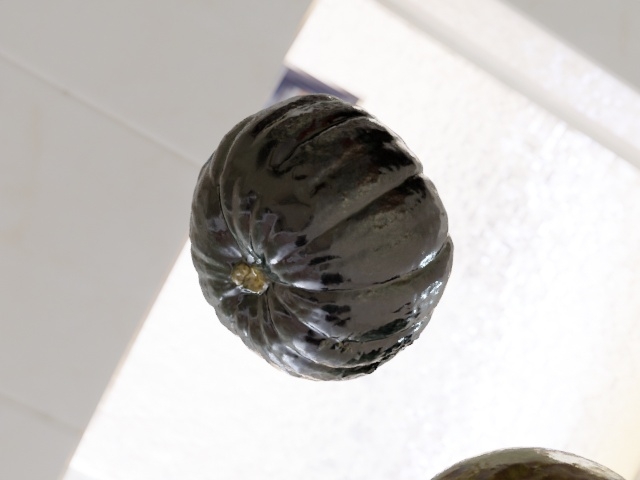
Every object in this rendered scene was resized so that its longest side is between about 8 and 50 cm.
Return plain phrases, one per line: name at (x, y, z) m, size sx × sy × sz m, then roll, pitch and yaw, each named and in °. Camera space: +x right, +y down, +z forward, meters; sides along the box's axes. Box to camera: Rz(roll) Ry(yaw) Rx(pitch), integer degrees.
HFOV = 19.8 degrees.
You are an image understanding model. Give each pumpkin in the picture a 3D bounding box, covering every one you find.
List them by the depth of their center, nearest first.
pumpkin at (0.000, 0.000, 1.401) m, size 0.162 × 0.220 × 0.220 m, roll -31°, pitch -170°, yaw -33°

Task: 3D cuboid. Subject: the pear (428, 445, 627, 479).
pear at (0.169, 0.308, 1.507) m, size 0.283 × 0.283 × 0.283 m, roll -41°, pitch -147°, yaw 34°
